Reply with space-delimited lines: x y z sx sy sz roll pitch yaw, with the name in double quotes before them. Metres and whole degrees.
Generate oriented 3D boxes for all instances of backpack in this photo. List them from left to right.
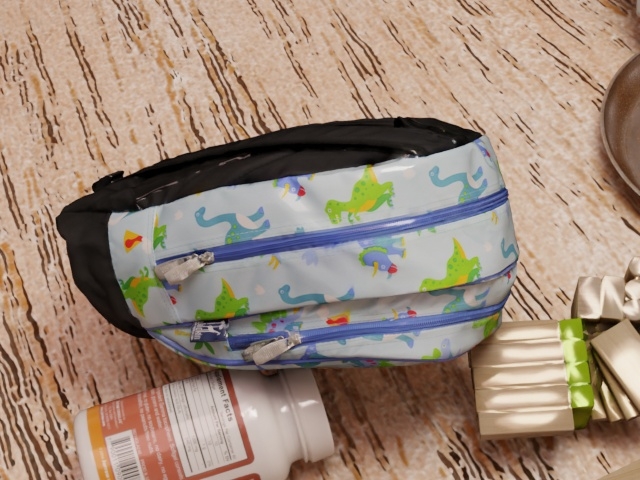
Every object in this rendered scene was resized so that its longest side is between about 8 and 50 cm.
"backpack" 0.000 0.000 1.060 0.356 0.290 0.273 -24 85 27

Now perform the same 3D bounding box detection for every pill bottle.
"pill bottle" -0.103 0.182 1.070 0.216 0.121 0.121 -16 53 -7

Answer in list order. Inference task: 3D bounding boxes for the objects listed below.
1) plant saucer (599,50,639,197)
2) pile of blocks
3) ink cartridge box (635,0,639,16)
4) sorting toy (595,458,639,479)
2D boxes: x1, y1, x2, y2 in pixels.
"plant saucer" 0.457 -0.109 1.277 0.311 0.050 0.310 -3 52 3
"pile of blocks" 0.297 0.092 1.112 0.362 0.112 0.149 -27 67 -5
"ink cartridge box" 0.534 -0.271 1.327 0.324 0.071 0.330 -12 38 -19
"sorting toy" 0.338 0.278 0.913 0.257 0.089 0.255 -31 55 19
